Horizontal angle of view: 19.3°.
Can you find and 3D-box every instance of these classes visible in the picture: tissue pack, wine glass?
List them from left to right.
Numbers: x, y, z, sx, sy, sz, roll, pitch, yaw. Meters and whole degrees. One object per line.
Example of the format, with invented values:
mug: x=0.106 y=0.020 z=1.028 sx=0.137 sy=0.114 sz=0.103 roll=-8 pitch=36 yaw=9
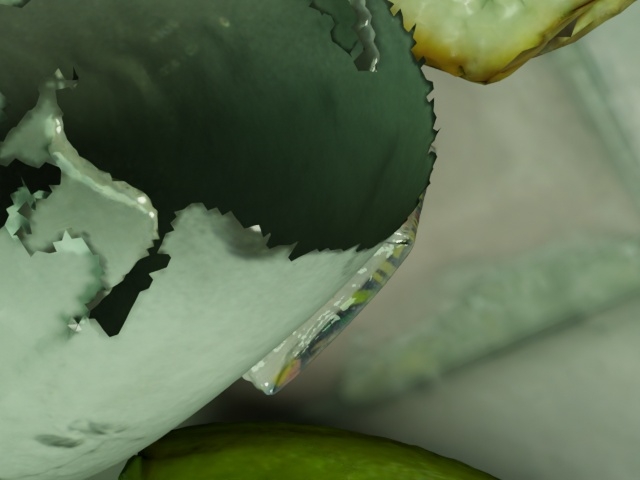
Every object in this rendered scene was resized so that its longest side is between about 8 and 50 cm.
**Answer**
wine glass: x=-0.115 y=0.026 z=0.481 sx=0.321 sy=0.143 sz=0.143 roll=-36 pitch=102 yaw=33
tissue pack: x=0.000 y=0.000 z=0.522 sx=0.035 sy=0.083 sz=0.063 roll=41 pitch=111 yaw=-9

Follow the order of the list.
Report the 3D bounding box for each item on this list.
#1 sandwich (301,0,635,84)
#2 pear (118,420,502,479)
sandwich: x=0.016 y=-0.191 z=0.443 sx=0.273 sy=0.095 sz=0.249 roll=36 pitch=111 yaw=-4
pear: x=0.061 y=0.165 z=0.540 sx=0.255 sy=0.164 sz=0.238 roll=2 pitch=102 yaw=3
